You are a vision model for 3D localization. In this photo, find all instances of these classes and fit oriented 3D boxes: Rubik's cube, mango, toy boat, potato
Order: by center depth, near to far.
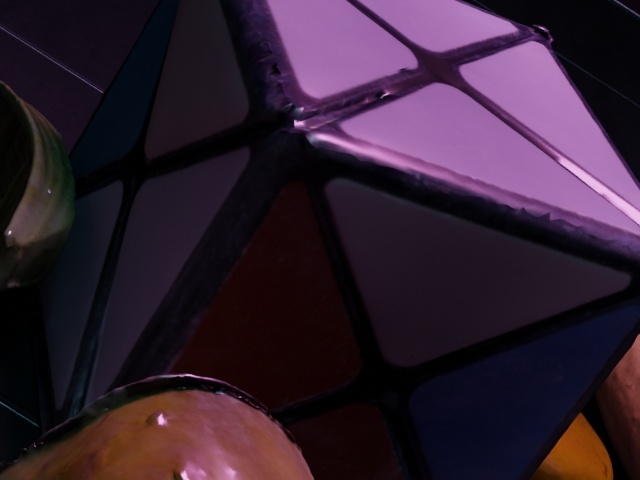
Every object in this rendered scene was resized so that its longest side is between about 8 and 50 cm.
[{"bbox_3d":[-0.072,0.223,0.756,0.229,0.229,0.266,19,28,-30],"label":"potato"},{"bbox_3d":[0.000,0.000,1.164,0.307,0.305,0.310,19,30,-25],"label":"Rubik's cube"},{"bbox_3d":[-0.209,-0.031,1.184,0.055,0.093,0.293,25,15,-22],"label":"toy boat"},{"bbox_3d":[0.149,0.137,1.349,0.178,0.090,0.115,51,20,18],"label":"mango"}]

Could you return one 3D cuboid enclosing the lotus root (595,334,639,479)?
[{"bbox_3d":[0.320,0.127,1.499,0.169,0.151,0.343,24,28,-23],"label":"lotus root"}]
